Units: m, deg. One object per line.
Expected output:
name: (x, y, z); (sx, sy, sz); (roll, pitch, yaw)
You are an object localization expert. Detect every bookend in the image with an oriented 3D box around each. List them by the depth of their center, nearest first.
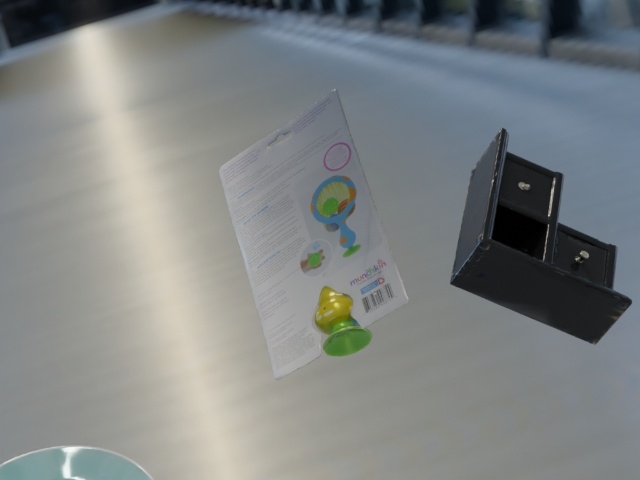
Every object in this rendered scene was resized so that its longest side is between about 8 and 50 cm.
bookend: (0.218, -0.004, 1.673); (0.072, 0.157, 0.156); (122, 168, -46)

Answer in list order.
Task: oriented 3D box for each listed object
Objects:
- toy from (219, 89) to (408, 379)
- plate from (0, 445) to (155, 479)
toy: (0.000, 0.000, 1.507); (0.137, 0.237, 0.056); (-32, -42, 20)
plate: (-0.230, 0.253, 1.540); (0.188, 0.024, 0.188); (-2, 36, 1)
